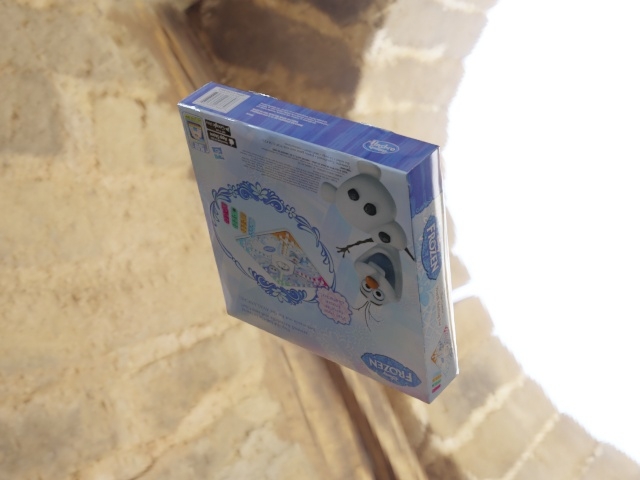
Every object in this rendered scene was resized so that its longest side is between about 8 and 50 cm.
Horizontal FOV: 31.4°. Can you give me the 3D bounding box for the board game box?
[{"bbox_3d":[0.000,0.000,0.367,0.020,0.090,0.090,-40,-44,-36],"label":"board game box"}]
